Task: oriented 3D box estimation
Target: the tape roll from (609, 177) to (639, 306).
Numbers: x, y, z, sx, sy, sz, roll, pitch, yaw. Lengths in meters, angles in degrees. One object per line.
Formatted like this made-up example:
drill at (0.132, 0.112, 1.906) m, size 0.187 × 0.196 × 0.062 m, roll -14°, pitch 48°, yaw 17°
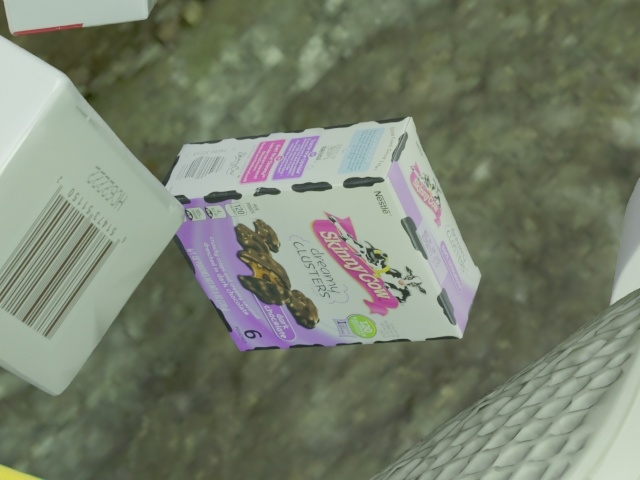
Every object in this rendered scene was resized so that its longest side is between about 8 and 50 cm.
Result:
tape roll at (0.350, 0.037, 1.060) m, size 0.286 × 0.286 × 0.100 m, roll -46°, pitch -164°, yaw 41°

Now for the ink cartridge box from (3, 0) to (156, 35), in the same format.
ink cartridge box at (-0.227, -0.269, 1.408) m, size 0.128 × 0.127 × 0.176 m, roll -8°, pitch -167°, yaw -2°

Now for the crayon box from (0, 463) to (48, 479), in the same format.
crayon box at (-0.206, 0.238, 0.632) m, size 0.106 × 0.363 × 0.313 m, roll 109°, pitch 1°, yaw -73°

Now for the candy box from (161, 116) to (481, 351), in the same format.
candy box at (0.000, 0.000, 1.128) m, size 0.196 × 0.165 × 0.070 m, roll -5°, pitch -139°, yaw 28°

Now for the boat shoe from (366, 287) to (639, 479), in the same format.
boat shoe at (0.109, 0.128, 0.626) m, size 0.187 × 0.156 × 0.500 m, roll -35°, pitch 170°, yaw 5°

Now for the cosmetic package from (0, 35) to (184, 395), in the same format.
cosmetic package at (-0.334, -0.099, 0.990) m, size 0.161 × 0.453 × 0.230 m, roll -56°, pitch 159°, yaw -9°
